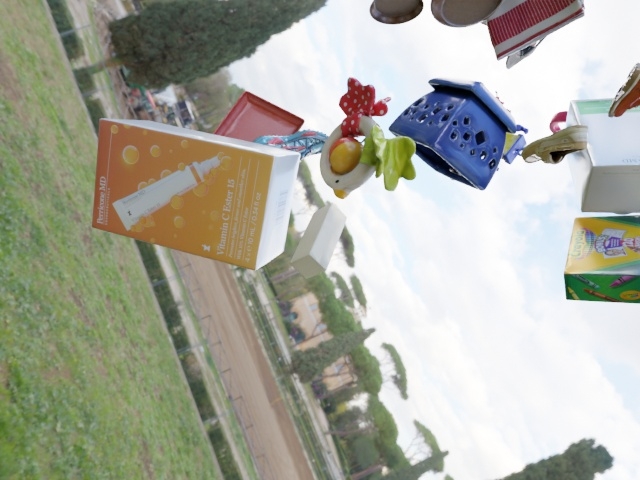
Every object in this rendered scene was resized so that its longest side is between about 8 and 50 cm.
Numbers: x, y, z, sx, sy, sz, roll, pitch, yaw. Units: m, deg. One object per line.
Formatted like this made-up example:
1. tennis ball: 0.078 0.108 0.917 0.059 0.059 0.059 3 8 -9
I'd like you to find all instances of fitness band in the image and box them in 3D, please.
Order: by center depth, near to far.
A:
1. fitness band: 1.021 -0.414 1.831 0.291 0.054 0.209 25 0 36

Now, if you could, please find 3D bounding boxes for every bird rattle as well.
1. bird rattle: 0.071 -0.202 0.994 0.143 0.207 0.253 16 39 -50

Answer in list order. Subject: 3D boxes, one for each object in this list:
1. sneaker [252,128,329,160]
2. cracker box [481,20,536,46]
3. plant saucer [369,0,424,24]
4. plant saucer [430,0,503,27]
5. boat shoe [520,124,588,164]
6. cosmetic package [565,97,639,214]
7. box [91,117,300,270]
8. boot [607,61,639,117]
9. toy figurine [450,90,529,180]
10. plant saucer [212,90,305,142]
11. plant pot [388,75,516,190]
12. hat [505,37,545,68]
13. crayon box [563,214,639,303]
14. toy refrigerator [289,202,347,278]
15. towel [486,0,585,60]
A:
1. sneaker: -0.086 -0.268 1.534 0.104 0.262 0.125 79 3 -62
2. cracker box: 0.551 -0.658 1.432 0.232 0.156 0.067 30 -56 11
3. plant saucer: 0.235 -0.730 1.496 0.168 0.168 0.029 125 -34 -81
4. plant saucer: 0.395 -0.641 1.285 0.036 0.198 0.198 38 22 -58
5. boat shoe: 0.499 -0.192 1.037 0.170 0.063 0.059 148 -58 -71
6. cosmetic package: 0.795 -0.238 1.310 0.365 0.197 0.155 -72 158 -48
7. box: -0.239 -0.100 0.945 0.168 0.345 0.215 -40 142 -72
8. boot: 0.662 -0.297 1.004 0.085 0.059 0.158 25 -10 15
9. toy figurine: 0.670 -0.360 1.832 0.217 0.362 0.191 37 -5 36
10. plant saucer: -0.226 -0.376 1.715 0.259 0.258 0.048 28 -16 10
11. plant pot: 0.367 -0.303 1.306 0.236 0.212 0.236 31 7 -30
12. hat: 0.789 -0.824 1.842 0.134 0.331 0.331 49 -12 13
13. crayon box: 0.701 0.039 1.177 0.165 0.278 0.081 -1 -59 34
14. toy refrigerator: 0.000 0.000 1.665 0.094 0.102 0.269 44 43 -21
15. towel: 0.531 -0.671 1.257 0.237 0.037 0.329 -20 -108 44
